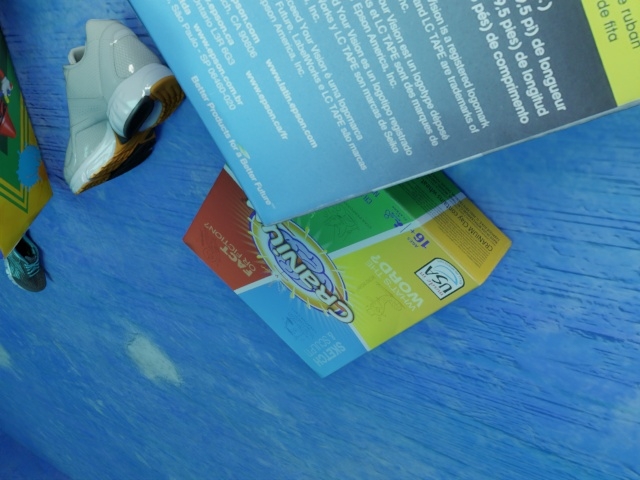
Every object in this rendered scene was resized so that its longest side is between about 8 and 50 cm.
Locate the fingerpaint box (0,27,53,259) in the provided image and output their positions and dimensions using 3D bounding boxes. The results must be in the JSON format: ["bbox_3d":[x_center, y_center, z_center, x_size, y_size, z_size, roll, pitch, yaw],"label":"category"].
[{"bbox_3d":[-0.645,-0.182,0.898,0.444,0.163,0.371,9,134,6],"label":"fingerpaint box"}]

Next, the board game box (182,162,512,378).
[{"bbox_3d":[0.000,0.000,0.678,0.242,0.064,0.316,44,145,0],"label":"board game box"}]

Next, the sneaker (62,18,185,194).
[{"bbox_3d":[-0.249,-0.152,0.762,0.121,0.099,0.262,54,137,0],"label":"sneaker"}]

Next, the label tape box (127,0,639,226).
[{"bbox_3d":[0.060,-0.178,0.380,0.347,0.115,0.249,-18,114,28],"label":"label tape box"}]

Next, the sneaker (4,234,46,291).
[{"bbox_3d":[-0.577,0.039,1.296,0.076,0.065,0.166,10,134,33],"label":"sneaker"}]
